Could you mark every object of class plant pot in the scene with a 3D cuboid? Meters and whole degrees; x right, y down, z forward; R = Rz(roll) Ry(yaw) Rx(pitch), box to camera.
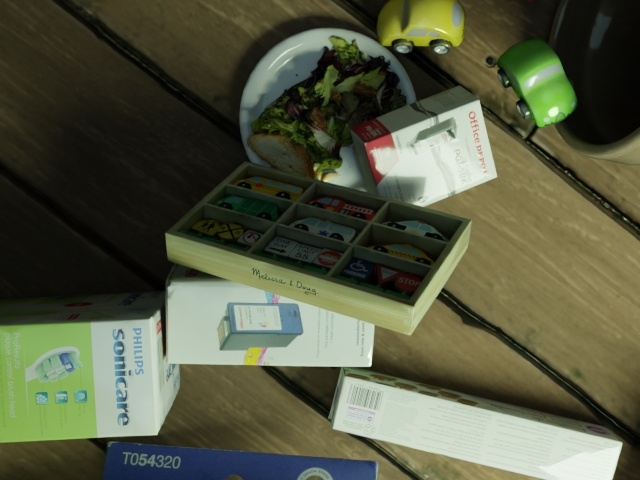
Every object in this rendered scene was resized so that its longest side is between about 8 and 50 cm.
[{"bbox_3d":[0.399,-0.191,1.073,0.229,0.263,0.263,11,95,-20],"label":"plant pot"}]

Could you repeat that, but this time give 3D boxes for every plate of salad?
[{"bbox_3d":[0.010,-0.135,1.149,0.199,0.048,0.200,0,94,-1],"label":"plate of salad"}]

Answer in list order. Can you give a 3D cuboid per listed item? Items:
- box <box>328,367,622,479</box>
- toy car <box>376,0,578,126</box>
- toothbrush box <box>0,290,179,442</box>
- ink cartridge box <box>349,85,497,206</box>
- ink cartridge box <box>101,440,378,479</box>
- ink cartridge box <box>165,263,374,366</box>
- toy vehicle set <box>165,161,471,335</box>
[{"bbox_3d":[0.172,0.212,1.177,0.324,0.063,0.067,13,96,-3],"label":"box"},{"bbox_3d":[0.198,-0.222,1.097,0.239,0.053,0.225,-29,66,1],"label":"toy car"},{"bbox_3d":[-0.299,0.127,1.083,0.283,0.206,0.122,-1,95,-1],"label":"toothbrush box"},{"bbox_3d":[0.113,-0.095,1.129,0.135,0.056,0.099,-22,117,-6],"label":"ink cartridge box"},{"bbox_3d":[-0.115,0.376,1.076,0.324,0.071,0.330,0,71,14],"label":"ink cartridge box"},{"bbox_3d":[-0.053,0.071,1.111,0.212,0.154,0.093,2,99,-3],"label":"ink cartridge box"},{"bbox_3d":[0.000,0.000,1.060,0.266,0.166,0.035,16,126,19],"label":"toy vehicle set"}]
